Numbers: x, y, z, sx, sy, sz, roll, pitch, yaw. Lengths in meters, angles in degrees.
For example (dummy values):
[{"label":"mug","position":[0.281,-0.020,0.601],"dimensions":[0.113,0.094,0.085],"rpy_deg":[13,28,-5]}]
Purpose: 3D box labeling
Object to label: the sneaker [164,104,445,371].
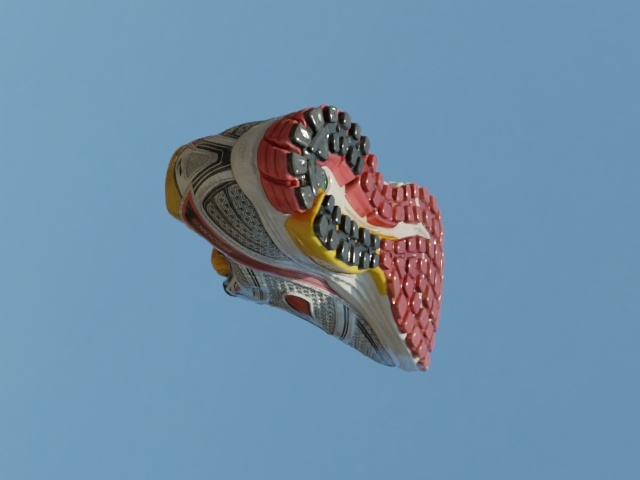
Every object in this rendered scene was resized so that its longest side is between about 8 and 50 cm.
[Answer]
[{"label":"sneaker","position":[0.000,0.000,0.939],"dimensions":[0.092,0.225,0.088],"rpy_deg":[-3,-118,25]}]
